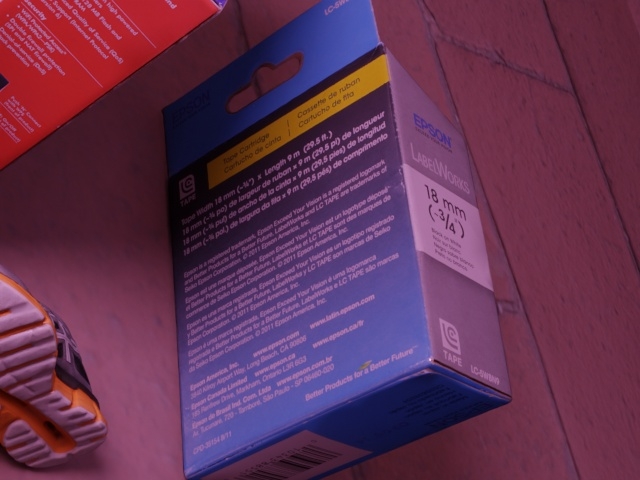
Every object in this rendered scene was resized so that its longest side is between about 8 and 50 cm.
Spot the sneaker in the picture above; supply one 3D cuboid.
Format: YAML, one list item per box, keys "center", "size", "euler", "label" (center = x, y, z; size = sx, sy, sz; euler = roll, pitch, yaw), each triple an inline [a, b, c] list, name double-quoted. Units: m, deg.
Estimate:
- center: [-0.196, 0.063, 0.810]
  size: [0.215, 0.084, 0.083]
  euler: [77, -6, -56]
  label: "sneaker"

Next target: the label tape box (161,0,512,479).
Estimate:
- center: [0.000, 0.000, 1.018]
  size: [0.106, 0.240, 0.334]
  euler: [25, 47, -43]
  label: "label tape box"

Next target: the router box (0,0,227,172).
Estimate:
- center: [-0.150, -0.187, 0.895]
  size: [0.082, 0.301, 0.335]
  euler: [47, 36, -21]
  label: "router box"
